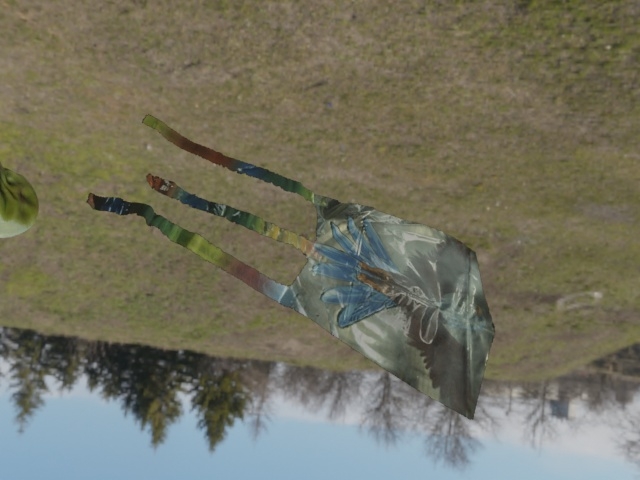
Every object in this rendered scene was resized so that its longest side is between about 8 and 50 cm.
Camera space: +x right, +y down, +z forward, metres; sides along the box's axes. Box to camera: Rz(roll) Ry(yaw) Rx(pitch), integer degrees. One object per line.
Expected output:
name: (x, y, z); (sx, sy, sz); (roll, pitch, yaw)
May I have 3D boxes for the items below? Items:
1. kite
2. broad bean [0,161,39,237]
kite: (-0.001, 0.001, 0.515); (0.310, 0.169, 0.015); (30, 134, -8)
broad bean: (-0.554, -0.083, 1.188); (0.072, 0.153, 0.207); (-17, 162, -3)
